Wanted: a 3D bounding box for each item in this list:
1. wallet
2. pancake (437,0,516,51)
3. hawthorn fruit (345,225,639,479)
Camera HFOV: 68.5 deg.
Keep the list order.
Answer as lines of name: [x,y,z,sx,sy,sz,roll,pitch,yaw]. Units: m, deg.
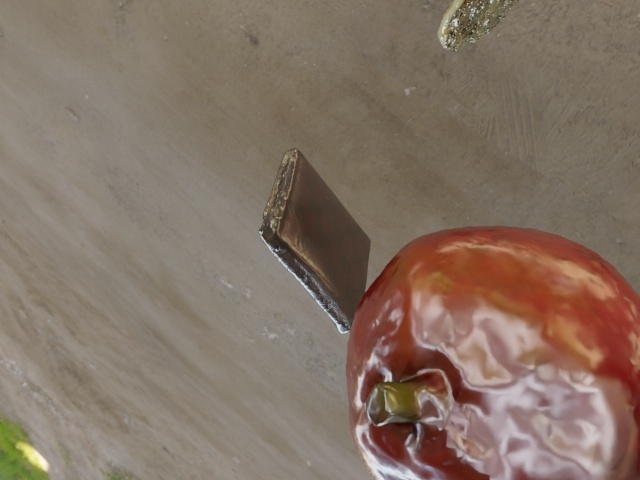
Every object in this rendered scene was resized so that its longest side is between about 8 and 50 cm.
wallet: [0.000,0.000,0.666,0.049,0.182,0.229,-12,135,29]
pancake: [0.526,-0.755,1.483,0.071,0.382,0.382,54,139,14]
hawthorn fruit: [0.137,0.110,0.392,0.265,0.307,0.265,-13,70,39]
